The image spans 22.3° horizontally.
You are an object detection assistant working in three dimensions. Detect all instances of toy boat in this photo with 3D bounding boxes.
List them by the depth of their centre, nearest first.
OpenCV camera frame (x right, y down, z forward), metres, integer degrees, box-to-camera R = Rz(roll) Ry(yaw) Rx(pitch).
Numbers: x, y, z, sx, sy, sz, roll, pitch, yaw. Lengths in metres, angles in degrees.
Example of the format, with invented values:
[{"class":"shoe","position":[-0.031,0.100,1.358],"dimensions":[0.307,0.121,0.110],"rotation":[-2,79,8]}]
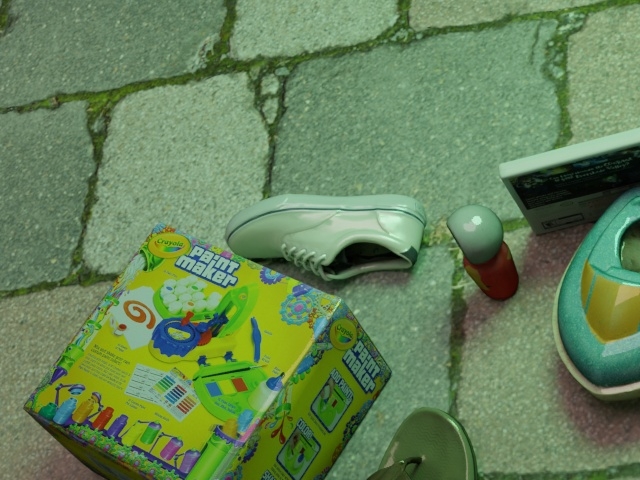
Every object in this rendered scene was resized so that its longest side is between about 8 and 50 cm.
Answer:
[{"class":"toy boat","position":[0.293,0.037,1.785],"dimensions":[0.318,0.148,0.267],"rotation":[11,63,30]}]

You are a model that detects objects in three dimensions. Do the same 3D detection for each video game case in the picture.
[{"class":"video game case","position":[0.313,-0.068,1.832],"dimensions":[0.190,0.173,0.022],"rotation":[-14,64,16]}]

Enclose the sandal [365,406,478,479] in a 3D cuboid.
[{"class":"sandal","position":[0.072,0.312,1.735],"dimensions":[0.120,0.086,0.303],"rotation":[17,66,33]}]

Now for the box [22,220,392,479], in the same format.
[{"class":"box","position":[-0.128,0.171,1.868],"dimensions":[0.290,0.177,0.279],"rotation":[23,69,36]}]

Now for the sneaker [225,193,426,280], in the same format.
[{"class":"sneaker","position":[0.000,0.000,1.981],"dimensions":[0.258,0.094,0.091],"rotation":[-6,51,20]}]
